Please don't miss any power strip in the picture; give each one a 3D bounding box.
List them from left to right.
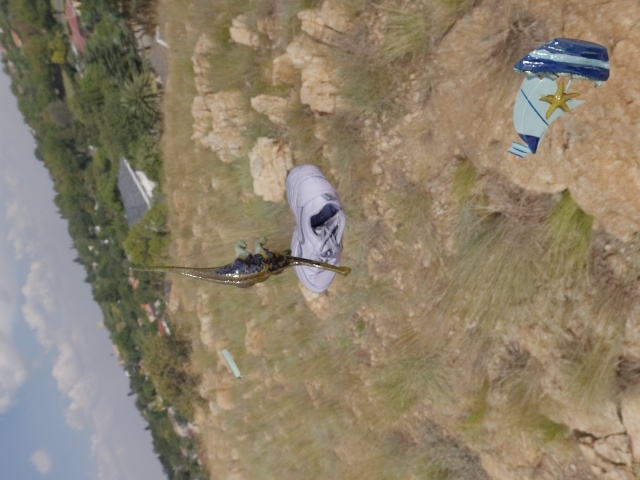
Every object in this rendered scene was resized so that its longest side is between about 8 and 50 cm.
[{"bbox_3d":[-0.232,0.325,1.107,0.090,0.016,0.040,53,157,22],"label":"power strip"}]

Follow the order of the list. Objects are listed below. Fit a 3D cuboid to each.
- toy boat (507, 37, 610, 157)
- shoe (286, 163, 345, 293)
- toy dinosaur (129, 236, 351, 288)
[{"bbox_3d":[0.544,-0.334,1.027,0.067,0.220,0.291,-85,4,-45],"label":"toy boat"},{"bbox_3d":[0.000,0.000,0.738,0.138,0.095,0.245,-122,24,-60],"label":"shoe"},{"bbox_3d":[-0.065,0.020,0.373,0.058,0.180,0.037,-114,17,-74],"label":"toy dinosaur"}]
